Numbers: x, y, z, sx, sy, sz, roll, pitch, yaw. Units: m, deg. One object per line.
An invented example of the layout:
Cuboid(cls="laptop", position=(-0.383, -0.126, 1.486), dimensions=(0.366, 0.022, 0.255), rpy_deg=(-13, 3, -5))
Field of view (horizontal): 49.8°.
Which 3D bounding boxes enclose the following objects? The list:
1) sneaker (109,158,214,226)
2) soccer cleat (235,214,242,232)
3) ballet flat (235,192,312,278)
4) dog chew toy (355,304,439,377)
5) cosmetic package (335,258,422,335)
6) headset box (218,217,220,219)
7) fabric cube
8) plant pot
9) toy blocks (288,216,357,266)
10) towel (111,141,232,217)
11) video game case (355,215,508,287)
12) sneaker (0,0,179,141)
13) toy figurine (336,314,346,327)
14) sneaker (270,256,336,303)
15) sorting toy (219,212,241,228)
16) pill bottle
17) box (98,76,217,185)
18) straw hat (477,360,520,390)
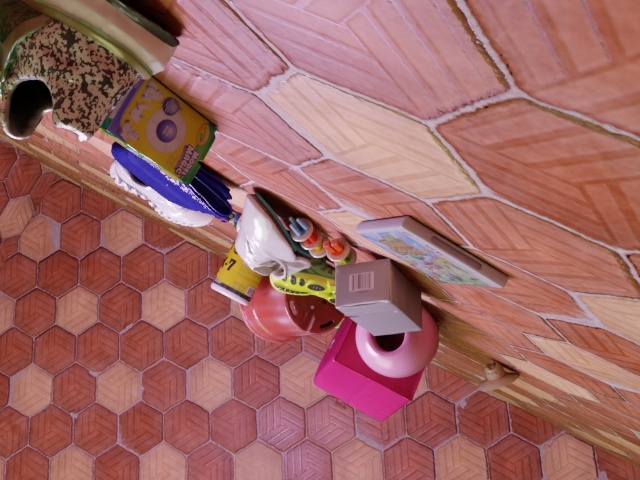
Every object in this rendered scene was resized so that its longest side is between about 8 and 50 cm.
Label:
Cuboid(cls="sneaker", position=(-0.395, -0.128, 1.747), dimensions=(0.292, 0.110, 0.118), rpy_deg=(30, 164, -15))
Cuboid(cls="soccer cleat", position=(-0.138, -0.020, 1.717), dimensions=(0.076, 0.068, 0.196), rpy_deg=(17, 174, 29))
Cuboid(cls="ballet flat", position=(-0.115, 0.016, 1.543), dimensions=(0.139, 0.139, 0.400), rpy_deg=(25, 172, 17))
Cuboid(cls="dog chew toy", position=(0.219, 0.255, 1.813), dimensions=(0.206, 0.207, 0.332), rpy_deg=(24, 179, 23))
Cuboid(cls="cosmetic package", position=(0.131, 0.128, 1.493), dimensions=(0.127, 0.107, 0.238), rpy_deg=(-10, 152, 23))
Cuboid(cls="headset box", position=(-0.299, -0.089, 1.893), dimensions=(0.062, 0.032, 0.083), rpy_deg=(25, 172, 17))
Cuboid(cls="fabric cube", position=(0.161, 0.348, 2.064), dimensions=(0.259, 0.254, 0.258), rpy_deg=(28, 151, 1))
Cuboid(cls="plant pot", position=(-0.064, 0.169, 2.010), dimensions=(0.272, 0.273, 0.265), rpy_deg=(31, 163, -21))
Cuboid(cls="toy blocks", position=(0.000, 0.000, 1.430), dimensions=(0.123, 0.054, 0.148), rpy_deg=(24, 170, 30))
Cuboid(cls="towel", position=(-0.332, -0.151, 1.541), dimensions=(0.227, 0.076, 0.308), rpy_deg=(41, 166, -31))
Cuboid(cls="video game case", position=(0.173, 0.021, 1.125), dimensions=(0.193, 0.023, 0.212), rpy_deg=(30, 171, -14))
Cuboid(cls="sneaker", position=(-0.351, -0.217, 0.820), dimensions=(0.410, 0.182, 0.158), rpy_deg=(20, 169, 43))
Cuboid(cls="toy figurine", position=(0.047, 0.208, 2.283), dimensions=(0.173, 0.130, 0.159), rpy_deg=(38, 172, 45))
Cuboid(cls="sneaker", position=(0.011, 0.090, 1.810), dimensions=(0.295, 0.124, 0.109), rpy_deg=(16, 140, -23))
Cuboid(cls="sorting toy", position=(-0.234, -0.048, 1.855), dimensions=(0.101, 0.042, 0.061), rpy_deg=(20, 160, -25))
Cuboid(cls="pill bottle", position=(-0.208, 0.065, 1.928), dimensions=(0.119, 0.209, 0.119), rpy_deg=(26, 171, 4))
Cuboid(cls="box", position=(-0.233, -0.162, 1.035), dimensions=(0.043, 0.105, 0.179), rpy_deg=(21, 169, 43))
Cuboid(cls="straw hat", position=(0.530, 0.401, 2.093), dimensions=(0.144, 0.144, 0.061), rpy_deg=(154, 95, -79))
